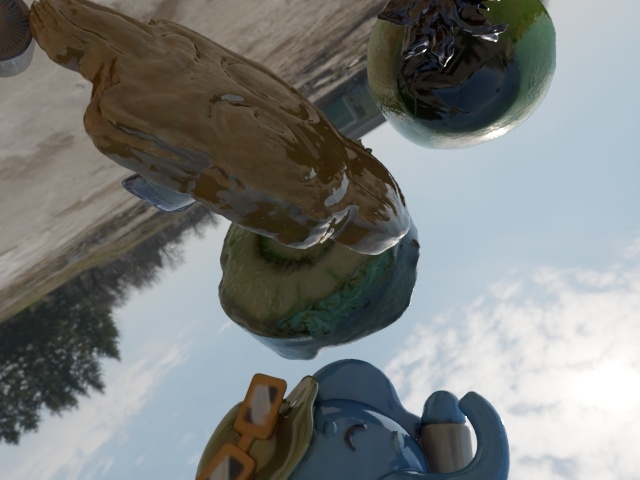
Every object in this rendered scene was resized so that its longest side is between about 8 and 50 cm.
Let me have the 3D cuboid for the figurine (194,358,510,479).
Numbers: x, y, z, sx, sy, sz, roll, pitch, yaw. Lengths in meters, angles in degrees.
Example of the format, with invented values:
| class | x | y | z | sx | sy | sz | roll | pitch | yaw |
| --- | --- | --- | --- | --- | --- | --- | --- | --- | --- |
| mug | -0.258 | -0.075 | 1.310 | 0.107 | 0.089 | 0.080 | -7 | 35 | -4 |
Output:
| class | x | y | z | sx | sy | sz | roll | pitch | yaw |
| --- | --- | --- | --- | --- | --- | --- | --- | --- | --- |
| figurine | 0.045 | 0.179 | 0.333 | 0.154 | 0.261 | 0.180 | 84 | 16 | -82 |

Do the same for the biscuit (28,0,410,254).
| class | x | y | z | sx | sy | sz | roll | pitch | yaw |
| --- | --- | --- | --- | --- | --- | --- | --- | --- | --- |
| biscuit | -0.067 | -0.112 | 0.459 | 0.051 | 0.375 | 0.269 | -51 | -155 | 28 |

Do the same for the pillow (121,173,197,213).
| class | x | y | z | sx | sy | sz | roll | pitch | yaw |
| --- | --- | --- | --- | --- | --- | --- | --- | --- | --- |
| pillow | -0.211 | -0.107 | 0.841 | 0.232 | 0.130 | 0.038 | -19 | -124 | 19 |

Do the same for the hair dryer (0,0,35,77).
| class | x | y | z | sx | sy | sz | roll | pitch | yaw |
| --- | --- | --- | --- | --- | --- | --- | --- | --- | --- |
| hair dryer | -0.329 | -0.141 | 0.433 | 0.182 | 0.064 | 0.117 | -49 | -152 | -16 |

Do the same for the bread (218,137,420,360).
| class | x | y | z | sx | sy | sz | roll | pitch | yaw |
| --- | --- | --- | --- | --- | --- | --- | --- | --- | --- |
| bread | 0.000 | 0.000 | 0.817 | 0.366 | 0.129 | 0.382 | 6 | -118 | 45 |

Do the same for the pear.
| class | x | y | z | sx | sy | sz | roll | pitch | yaw |
| --- | --- | --- | --- | --- | --- | --- | --- | --- | --- |
| pear | 0.262 | -0.345 | 1.013 | 0.398 | 0.399 | 0.165 | -26 | -167 | 33 |

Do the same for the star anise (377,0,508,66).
| class | x | y | z | sx | sy | sz | roll | pitch | yaw |
| --- | --- | --- | --- | --- | --- | --- | --- | --- | --- |
| star anise | 0.147 | -0.288 | 0.598 | 0.167 | 0.168 | 0.057 | -29 | -148 | 24 |
